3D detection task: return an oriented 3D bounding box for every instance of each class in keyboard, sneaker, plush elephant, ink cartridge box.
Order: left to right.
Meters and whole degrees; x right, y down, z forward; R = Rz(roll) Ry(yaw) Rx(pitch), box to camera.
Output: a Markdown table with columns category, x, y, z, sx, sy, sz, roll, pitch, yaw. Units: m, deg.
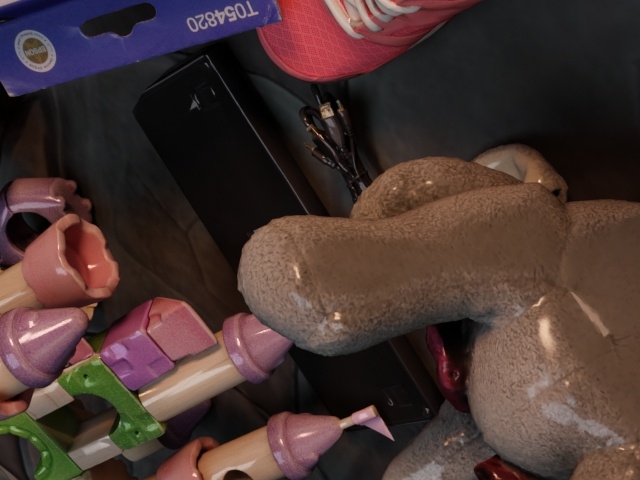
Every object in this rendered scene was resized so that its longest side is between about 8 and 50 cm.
| category | x | y | z | sx | sy | sz | roll | pitch | yaw |
| --- | --- | --- | --- | --- | --- | --- | --- | --- | --- |
| ink cartridge box | -0.159 | -0.195 | 0.688 | 0.223 | 0.045 | 0.224 | -11 | 115 | 29 |
| keyboard | 0.000 | 0.000 | 0.862 | 0.201 | 0.033 | 0.317 | -18 | 109 | 50 |
| sneaker | 0.046 | -0.166 | 0.632 | 0.314 | 0.136 | 0.116 | -29 | 100 | 46 |
| plush elephant | 0.126 | 0.078 | 0.682 | 0.272 | 0.330 | 0.255 | 52 | 160 | 12 |

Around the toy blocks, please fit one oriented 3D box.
| category | x | y | z | sx | sy | sz | roll | pitch | yaw |
| --- | --- | --- | --- | --- | --- | --- | --- | --- | --- |
| toy blocks | -0.128 | 0.091 | 0.910 | 0.260 | 0.309 | 0.289 | -29 | 114 | 20 |
